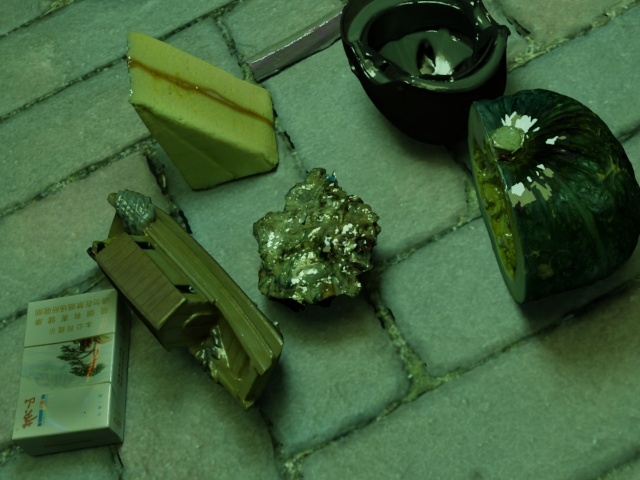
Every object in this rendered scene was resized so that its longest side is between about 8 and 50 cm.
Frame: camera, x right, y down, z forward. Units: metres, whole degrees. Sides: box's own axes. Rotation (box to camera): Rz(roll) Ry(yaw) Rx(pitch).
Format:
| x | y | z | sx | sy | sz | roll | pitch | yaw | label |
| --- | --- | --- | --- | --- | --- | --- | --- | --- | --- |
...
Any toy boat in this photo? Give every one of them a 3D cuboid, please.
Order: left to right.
| x | y | z | sx | sy | sz | roll | pitch | yaw | label |
| --- | --- | --- | --- | --- | --- | --- | --- | --- | --- |
| -0.203 | 0.076 | 1.527 | 0.445 | 0.162 | 0.135 | 41 | 117 | 35 | toy boat |

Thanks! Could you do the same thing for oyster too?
| x | y | z | sx | sy | sz | roll | pitch | yaw | label |
| --- | --- | --- | --- | --- | --- | --- | --- | --- | --- |
| -0.003 | -0.005 | 1.559 | 0.198 | 0.092 | 0.259 | -9 | 37 | 20 | oyster |

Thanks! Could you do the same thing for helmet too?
| x | y | z | sx | sy | sz | roll | pitch | yaw | label |
| --- | --- | --- | --- | --- | --- | --- | --- | --- | --- |
| 0.168 | -0.270 | 1.652 | 0.225 | 0.177 | 0.305 | -26 | 46 | -8 | helmet |

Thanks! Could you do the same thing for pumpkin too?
| x | y | z | sx | sy | sz | roll | pitch | yaw | label |
| --- | --- | --- | --- | --- | --- | --- | --- | --- | --- |
| 0.322 | -0.074 | 1.421 | 0.197 | 0.263 | 0.292 | -15 | 57 | 2 | pumpkin |

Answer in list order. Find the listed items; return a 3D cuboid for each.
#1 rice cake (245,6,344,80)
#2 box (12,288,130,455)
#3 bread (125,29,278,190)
| x | y | z | sx | sy | sz | roll | pitch | yaw | label |
| --- | --- | --- | --- | --- | --- | --- | --- | --- | --- |
| -0.035 | -0.344 | 1.843 | 0.207 | 0.047 | 0.036 | -29 | 47 | -4 | rice cake |
| -0.365 | 0.193 | 1.568 | 0.150 | 0.067 | 0.233 | -11 | 54 | 10 | box |
| -0.182 | -0.219 | 1.672 | 0.163 | 0.264 | 0.167 | -14 | 60 | 9 | bread |
